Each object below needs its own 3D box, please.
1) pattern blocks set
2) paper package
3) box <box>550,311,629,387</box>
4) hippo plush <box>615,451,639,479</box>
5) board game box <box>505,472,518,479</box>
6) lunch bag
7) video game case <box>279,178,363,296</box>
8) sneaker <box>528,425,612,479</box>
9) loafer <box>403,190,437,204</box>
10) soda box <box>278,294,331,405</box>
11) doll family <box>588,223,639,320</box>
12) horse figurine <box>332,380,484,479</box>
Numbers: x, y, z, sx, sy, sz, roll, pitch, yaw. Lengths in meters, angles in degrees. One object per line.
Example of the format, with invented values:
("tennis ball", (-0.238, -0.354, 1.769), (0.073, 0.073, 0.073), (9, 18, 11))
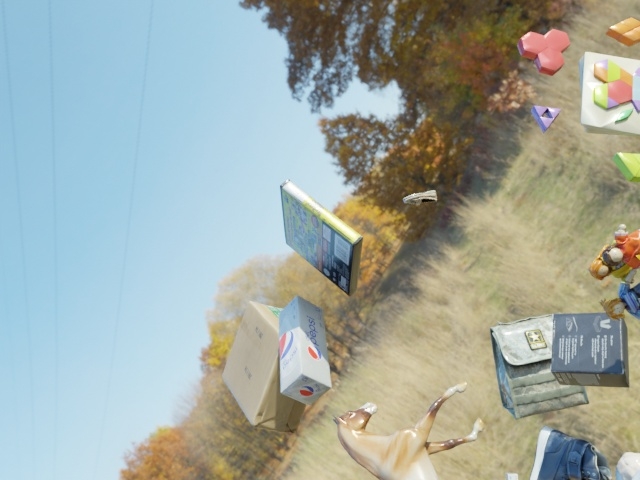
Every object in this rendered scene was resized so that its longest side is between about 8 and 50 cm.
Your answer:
("pattern blocks set", (0.487, -0.224, 0.857), (0.026, 0.324, 0.286), (91, 174, -72))
("paper package", (-0.153, 0.393, 1.786), (0.324, 0.168, 0.310), (29, 99, 60))
("box", (0.647, 0.262, 1.333), (0.093, 0.158, 0.156), (46, -131, -40))
("hippo plush", (0.585, 0.569, 1.125), (0.294, 0.236, 0.235), (110, 152, -77))
("board game box", (0.534, 0.700, 1.532), (0.154, 0.026, 0.104), (53, -146, -65))
("lunch bag", (0.675, 0.380, 1.736), (0.169, 0.235, 0.287), (33, -135, -88))
("video game case", (0.000, 0.000, 1.423), (0.035, 0.248, 0.275), (-42, -23, -22))
("sneaker", (0.585, 0.574, 1.303), (0.086, 0.163, 0.227), (20, -100, -43))
("loafer", (0.346, -0.142, 1.908), (0.125, 0.039, 0.045), (-14, -12, -17))
("soda box", (-0.046, 0.283, 1.461), (0.091, 0.098, 0.286), (-46, 28, 25))
("doll family", (0.644, 0.083, 1.124), (0.163, 0.263, 0.118), (-28, 3, 5))
("horse figurine", (0.143, 0.298, 0.665), (0.174, 0.263, 0.066), (-23, -20, -8))
